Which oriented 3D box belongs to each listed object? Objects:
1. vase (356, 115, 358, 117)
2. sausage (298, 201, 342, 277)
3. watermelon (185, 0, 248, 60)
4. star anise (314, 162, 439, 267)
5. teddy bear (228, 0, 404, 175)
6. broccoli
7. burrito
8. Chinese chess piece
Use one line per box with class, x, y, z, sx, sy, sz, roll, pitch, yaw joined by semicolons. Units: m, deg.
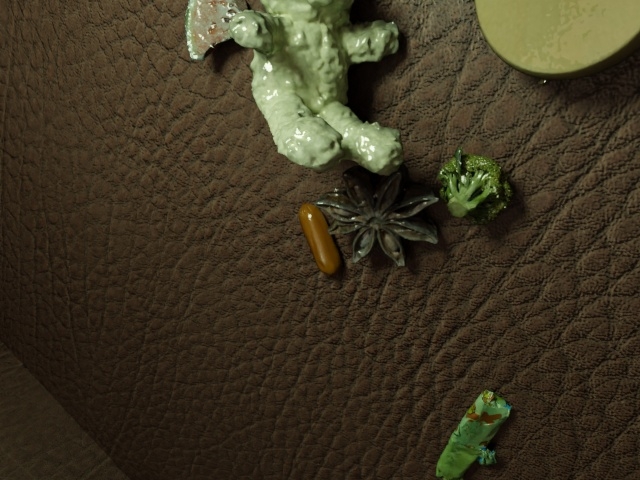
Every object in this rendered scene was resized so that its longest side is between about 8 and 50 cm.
vase;0.061;-0.213;0.987;0.211;0.060;0.060;40;125;12
sausage;0.000;0.000;1.114;0.062;0.054;0.183;-19;96;8
watermelon;-0.203;-0.460;1.053;0.139;0.071;0.187;23;111;15
star anise;0.114;-0.062;0.986;0.236;0.109;0.223;3;134;17
teddy bear;0.012;-0.352;0.805;0.375;0.327;0.362;51;132;41
broccoli;0.263;-0.087;0.873;0.130;0.120;0.131;38;149;6
burrito;0.335;0.436;1.079;0.104;0.054;0.288;30;120;17
Chinese chess piece;0.349;-0.362;0.702;0.273;0.102;0.273;16;117;34
